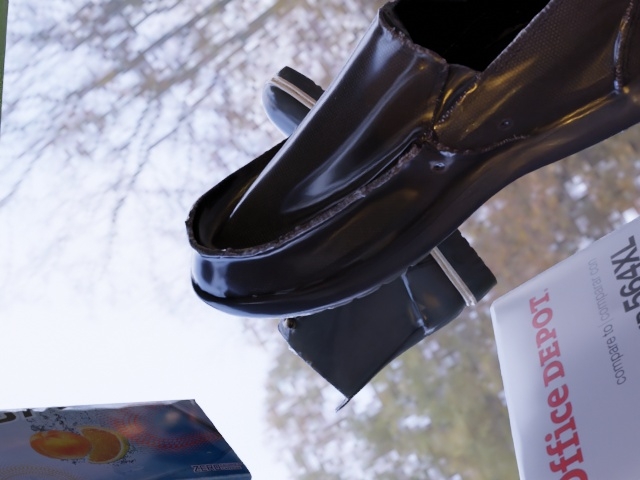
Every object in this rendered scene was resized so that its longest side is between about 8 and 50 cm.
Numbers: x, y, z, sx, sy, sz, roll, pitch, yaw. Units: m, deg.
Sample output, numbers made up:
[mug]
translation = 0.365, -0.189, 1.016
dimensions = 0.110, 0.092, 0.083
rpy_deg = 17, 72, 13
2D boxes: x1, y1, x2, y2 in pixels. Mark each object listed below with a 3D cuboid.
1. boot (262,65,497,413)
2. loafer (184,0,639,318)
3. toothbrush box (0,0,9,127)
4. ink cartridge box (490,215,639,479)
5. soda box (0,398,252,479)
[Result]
[boot]
translation = 0.000, 0.000, 1.019
dimensions = 0.198, 0.137, 0.077
rpy_deg = 47, 178, 0
[loafer]
translation = 0.034, -0.052, 0.566
dimensions = 0.078, 0.220, 0.080
rpy_deg = 50, -164, -30
[toothbrush box]
translation = -0.206, -0.052, 0.631
dimensions = 0.122, 0.206, 0.283
rpy_deg = 10, -128, -23
[ink cartridge box]
translation = 0.168, 0.040, 0.548
dimensions = 0.086, 0.203, 0.148
rpy_deg = 48, -160, -26
[soda box]
translation = -0.119, 0.095, 0.520
dimensions = 0.183, 0.063, 0.058
rpy_deg = 0, -158, -27
